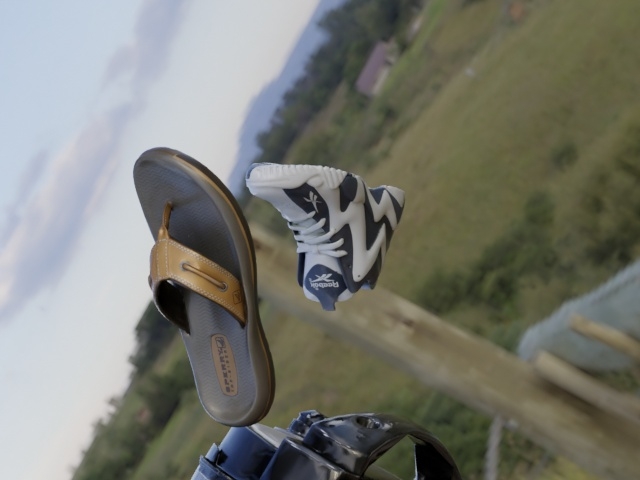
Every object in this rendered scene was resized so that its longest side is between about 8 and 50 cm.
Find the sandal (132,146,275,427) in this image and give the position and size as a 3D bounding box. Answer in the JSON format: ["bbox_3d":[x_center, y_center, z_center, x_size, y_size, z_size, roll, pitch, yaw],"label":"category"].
[{"bbox_3d":[-0.093,0.039,1.068,0.060,0.090,0.219,-24,-73,-51],"label":"sandal"}]

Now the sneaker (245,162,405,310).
[{"bbox_3d":[0.000,0.000,1.625,0.235,0.094,0.153,13,-96,-55],"label":"sneaker"}]

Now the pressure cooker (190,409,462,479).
[{"bbox_3d":[-0.004,0.370,1.482,0.420,0.375,0.370,-60,12,-5],"label":"pressure cooker"}]
